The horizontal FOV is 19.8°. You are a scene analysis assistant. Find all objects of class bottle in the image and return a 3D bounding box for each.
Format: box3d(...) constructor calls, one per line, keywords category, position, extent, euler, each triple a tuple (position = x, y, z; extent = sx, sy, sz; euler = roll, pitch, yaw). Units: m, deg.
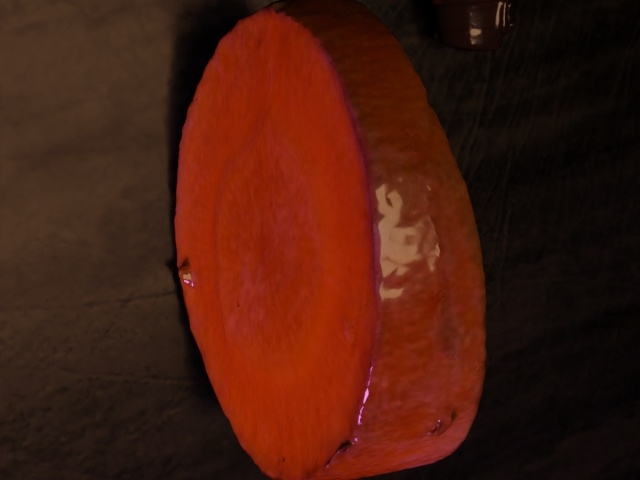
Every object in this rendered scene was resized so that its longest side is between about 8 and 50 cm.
box3d(category="bottle", position=(0.099, -0.209, 1.236), extent=(0.060, 0.060, 0.164), euler=(-7, 102, -16))

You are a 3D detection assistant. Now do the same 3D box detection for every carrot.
box3d(category="carrot", position=(0.000, 0.000, 1.139), extent=(0.100, 0.258, 0.307), euler=(-15, 109, -29))
